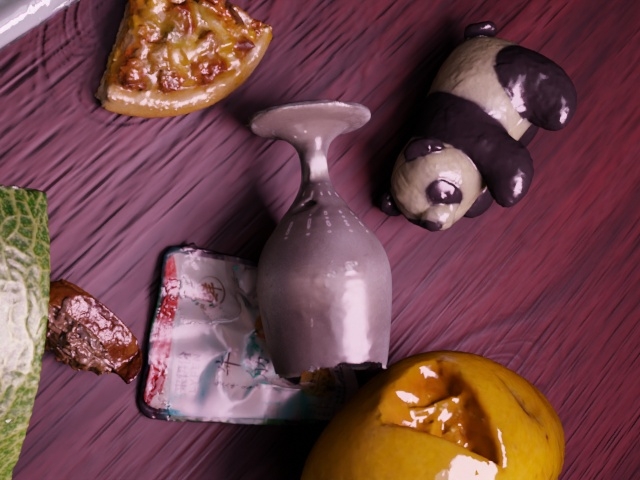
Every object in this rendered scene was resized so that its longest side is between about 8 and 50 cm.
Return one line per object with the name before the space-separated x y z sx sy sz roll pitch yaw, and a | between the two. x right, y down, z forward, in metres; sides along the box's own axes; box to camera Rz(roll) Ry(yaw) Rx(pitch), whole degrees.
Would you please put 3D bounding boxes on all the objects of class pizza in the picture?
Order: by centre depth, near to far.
pizza | -0.129 -0.178 0.757 0.175 0.046 0.134 -38 111 -22

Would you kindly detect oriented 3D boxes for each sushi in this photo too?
sushi | -0.209 0.077 0.726 0.120 0.052 0.055 48 55 -26

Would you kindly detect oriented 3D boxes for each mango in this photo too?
mango | 0.125 0.223 0.830 0.365 0.182 0.253 -2 120 -57

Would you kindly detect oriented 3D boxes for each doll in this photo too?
doll | 0.159 -0.105 0.883 0.135 0.143 0.234 31 78 -3

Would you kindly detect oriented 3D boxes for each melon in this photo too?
melon | -0.305 0.119 0.631 0.196 0.124 0.323 0 91 -22

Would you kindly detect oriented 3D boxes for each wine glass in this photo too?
wine glass | 0.000 0.000 0.773 0.126 0.126 0.241 -2 82 -30

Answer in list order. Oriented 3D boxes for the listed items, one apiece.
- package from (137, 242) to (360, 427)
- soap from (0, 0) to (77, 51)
package | -0.051 0.099 0.823 0.232 0.040 0.166 11 86 -28
soap | -0.268 -0.165 0.619 0.261 0.150 0.094 -43 109 -20
